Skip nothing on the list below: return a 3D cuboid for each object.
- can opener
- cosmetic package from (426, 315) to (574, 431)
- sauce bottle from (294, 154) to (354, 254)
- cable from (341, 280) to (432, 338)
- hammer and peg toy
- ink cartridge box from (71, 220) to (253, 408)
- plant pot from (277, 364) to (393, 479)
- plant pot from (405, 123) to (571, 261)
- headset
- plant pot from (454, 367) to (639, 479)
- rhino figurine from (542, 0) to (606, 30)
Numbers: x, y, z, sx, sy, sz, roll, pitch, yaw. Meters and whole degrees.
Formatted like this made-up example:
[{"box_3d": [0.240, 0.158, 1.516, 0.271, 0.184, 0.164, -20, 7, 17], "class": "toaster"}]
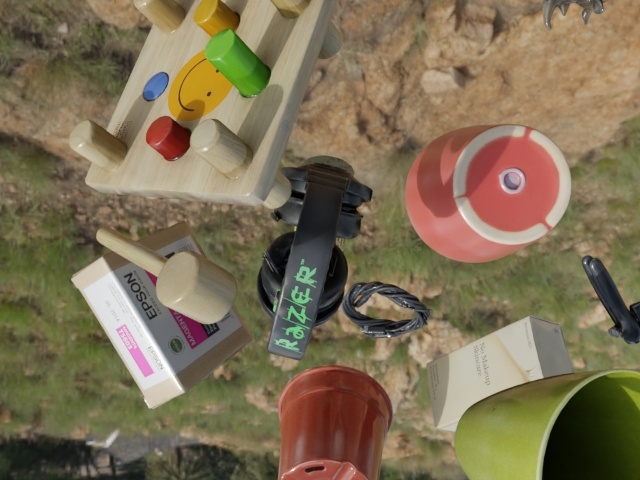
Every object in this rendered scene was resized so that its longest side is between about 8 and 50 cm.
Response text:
[{"box_3d": [0.512, 0.104, 1.140, 0.073, 0.186, 0.059, -37, -176, -7], "class": "can opener"}, {"box_3d": [0.381, 0.298, 1.414, 0.113, 0.160, 0.309, 18, 142, -30], "class": "cosmetic package"}, {"box_3d": [0.000, 0.000, 1.342, 0.111, 0.111, 0.345, -4, 125, -13], "class": "sauce bottle"}, {"box_3d": [0.139, 0.139, 1.346, 0.184, 0.047, 0.151, -8, 125, 30], "class": "cable"}, {"box_3d": [-0.143, -0.113, 0.684, 0.265, 0.361, 0.127, 8, 161, 35], "class": "hammer and peg toy"}, {"box_3d": [-0.238, 0.108, 1.022, 0.088, 0.235, 0.193, -28, -176, 32], "class": "ink cartridge box"}, {"box_3d": [0.022, 0.460, 1.415, 0.272, 0.265, 0.273, 2, 115, 5], "class": "plant pot"}, {"box_3d": [0.304, -0.091, 1.158, 0.274, 0.275, 0.243, -11, 180, -1], "class": "plant pot"}, {"box_3d": [-0.038, -0.006, 0.922, 0.185, 0.394, 0.244, 14, 115, 0], "class": "headset"}, {"box_3d": [0.330, 0.317, 0.951, 0.274, 0.275, 0.293, 1, 172, -22], "class": "plant pot"}, {"box_3d": [0.334, -0.343, 0.748, 0.106, 0.073, 0.243, 35, 92, -6], "class": "rhino figurine"}]
